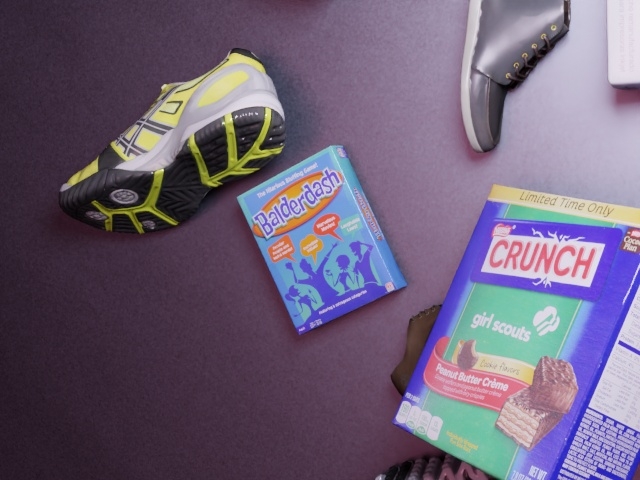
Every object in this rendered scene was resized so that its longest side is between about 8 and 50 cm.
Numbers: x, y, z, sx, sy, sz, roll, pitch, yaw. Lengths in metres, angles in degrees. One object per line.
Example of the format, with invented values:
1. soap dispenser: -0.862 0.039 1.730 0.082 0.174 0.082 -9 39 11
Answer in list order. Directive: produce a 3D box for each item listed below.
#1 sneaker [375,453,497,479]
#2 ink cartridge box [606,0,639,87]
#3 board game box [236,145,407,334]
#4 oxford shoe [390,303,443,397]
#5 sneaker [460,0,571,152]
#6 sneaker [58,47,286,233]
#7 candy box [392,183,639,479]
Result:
1. sneaker: 0.167 0.335 1.310 0.292 0.110 0.118 -24 95 23
2. ink cartridge box: 0.471 -0.284 1.103 0.306 0.131 0.226 0 95 24
3. board game box: 0.000 0.000 1.373 0.160 0.047 0.210 -28 83 23
4. oxford shoe: 0.158 0.107 1.301 0.096 0.083 0.227 38 102 31
5. sneaker: 0.238 -0.215 1.233 0.118 0.083 0.222 5 96 22
6. sneaker: -0.208 -0.128 1.422 0.384 0.145 0.147 -23 55 26
7. candy box: 0.252 0.113 1.126 0.268 0.122 0.317 16 79 59
